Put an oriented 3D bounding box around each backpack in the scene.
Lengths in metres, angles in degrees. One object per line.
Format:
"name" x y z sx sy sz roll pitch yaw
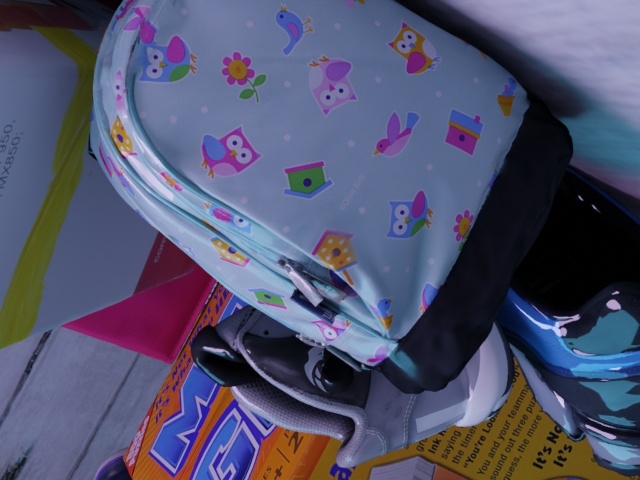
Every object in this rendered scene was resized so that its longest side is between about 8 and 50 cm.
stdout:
"backpack" 0.000 -0.039 0.403 0.182 0.152 0.115 31 161 -10

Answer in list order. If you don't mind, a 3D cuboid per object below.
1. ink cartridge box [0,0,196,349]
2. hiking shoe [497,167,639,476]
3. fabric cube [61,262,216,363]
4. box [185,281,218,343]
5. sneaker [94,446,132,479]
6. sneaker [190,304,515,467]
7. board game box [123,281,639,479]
"ink cartridge box" -0.232 -0.077 0.518 0.279 0.160 0.384 28 -164 11
"hiking shoe" 0.094 -0.010 0.556 0.304 0.113 0.132 34 152 39
"fabric cube" -0.244 -0.069 0.974 0.259 0.254 0.258 25 178 40
"box" 0.035 0.125 1.308 0.279 0.177 0.290 -14 139 44
"sneaker" -0.095 0.345 1.037 0.322 0.130 0.236 34 -177 -18
"sneaker" -0.014 0.005 0.496 0.229 0.132 0.086 59 156 21
"board game box" 0.088 0.164 0.904 0.356 0.357 0.356 29 179 -22
